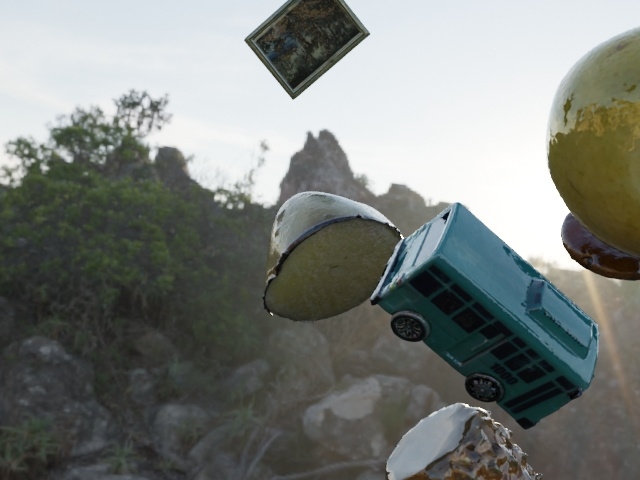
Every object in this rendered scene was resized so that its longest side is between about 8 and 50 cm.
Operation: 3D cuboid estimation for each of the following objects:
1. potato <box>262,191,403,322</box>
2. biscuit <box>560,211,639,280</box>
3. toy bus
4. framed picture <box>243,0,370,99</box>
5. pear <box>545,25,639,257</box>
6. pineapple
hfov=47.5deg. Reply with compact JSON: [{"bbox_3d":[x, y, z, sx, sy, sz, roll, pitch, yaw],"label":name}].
[{"bbox_3d":[0.000,0.000,0.884,0.182,0.117,0.202,-37,-34,18],"label":"potato"},{"bbox_3d":[0.521,-0.010,1.254,0.212,0.212,0.036,8,-47,18],"label":"biscuit"},{"bbox_3d":[0.127,0.056,0.536,0.160,0.079,0.092,41,-47,-8],"label":"toy bus"},{"bbox_3d":[-0.025,-0.362,1.290,0.142,0.183,0.011,51,11,-4],"label":"framed picture"},{"bbox_3d":[0.494,-0.141,1.032,0.348,0.349,0.348,9,-4,1],"label":"pear"},{"bbox_3d":[0.226,0.359,0.843,0.340,0.169,0.169,51,-7,-2],"label":"pineapple"}]
